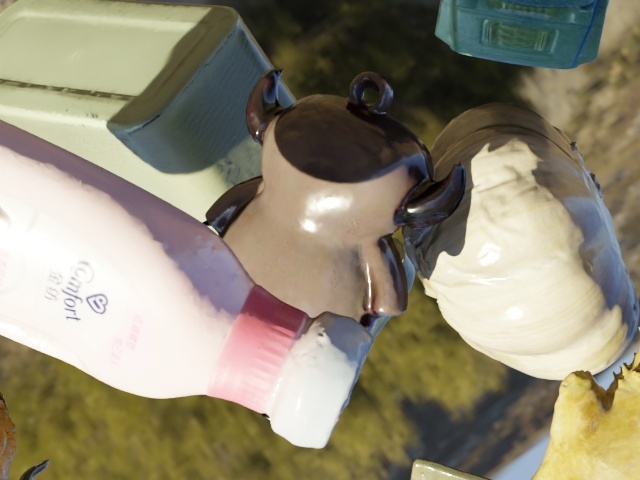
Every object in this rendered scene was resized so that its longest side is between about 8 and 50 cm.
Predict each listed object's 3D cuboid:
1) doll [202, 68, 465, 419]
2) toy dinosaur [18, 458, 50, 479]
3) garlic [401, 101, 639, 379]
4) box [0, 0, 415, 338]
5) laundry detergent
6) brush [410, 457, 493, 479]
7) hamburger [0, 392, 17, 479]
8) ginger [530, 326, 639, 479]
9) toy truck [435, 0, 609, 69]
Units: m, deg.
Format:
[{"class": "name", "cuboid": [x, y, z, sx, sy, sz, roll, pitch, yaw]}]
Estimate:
[{"class": "doll", "cuboid": [-0.001, 0.002, 1.206, 0.117, 0.182, 0.257, 0, 115, -66]}, {"class": "toy dinosaur", "cuboid": [-0.321, 0.374, 2.029, 0.087, 0.187, 0.179, -30, -167, -3]}, {"class": "garlic", "cuboid": [0.150, 0.004, 1.307, 0.152, 0.228, 0.228, -29, 179, 17]}, {"class": "box", "cuboid": [-0.140, -0.050, 1.591, 0.352, 0.344, 0.177, 11, -124, 43]}, {"class": "laundry detergent", "cuboid": [-0.134, 0.021, 0.977, 0.159, 0.335, 0.088, 112, 4, -50]}, {"class": "brush", "cuboid": [0.186, 0.255, 1.722, 0.027, 0.190, 0.034, -52, 152, -57]}, {"class": "hamburger", "cuboid": [-0.316, 0.145, 1.101, 0.231, 0.231, 0.107, -35, 137, -3]}, {"class": "ginger", "cuboid": [0.275, 0.078, 1.156, 0.348, 0.363, 0.122, -15, -166, -7]}, {"class": "toy truck", "cuboid": [0.180, -0.274, 1.388, 0.156, 0.155, 0.279, -76, 174, -54]}]
